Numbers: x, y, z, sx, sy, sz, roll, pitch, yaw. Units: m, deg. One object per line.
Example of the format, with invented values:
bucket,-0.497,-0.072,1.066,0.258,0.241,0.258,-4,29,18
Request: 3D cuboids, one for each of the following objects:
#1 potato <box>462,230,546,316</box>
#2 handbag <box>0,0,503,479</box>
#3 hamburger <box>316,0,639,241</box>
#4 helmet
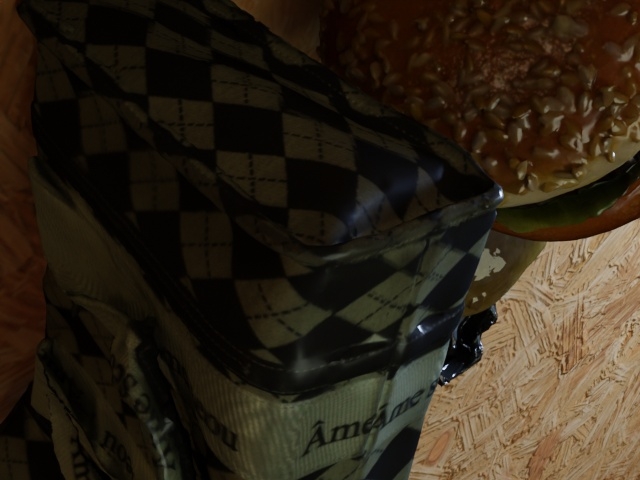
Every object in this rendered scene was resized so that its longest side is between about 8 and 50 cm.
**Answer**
potato,0.130,0.011,1.118,0.243,0.098,0.138,-36,113,-22
handbag,-0.092,0.078,0.752,0.180,0.316,0.416,-19,134,-41
hamburger,0.143,-0.141,0.839,0.291,0.291,0.225,-52,150,4
helmet,0.136,0.094,1.305,0.098,0.070,0.123,-25,136,-47
